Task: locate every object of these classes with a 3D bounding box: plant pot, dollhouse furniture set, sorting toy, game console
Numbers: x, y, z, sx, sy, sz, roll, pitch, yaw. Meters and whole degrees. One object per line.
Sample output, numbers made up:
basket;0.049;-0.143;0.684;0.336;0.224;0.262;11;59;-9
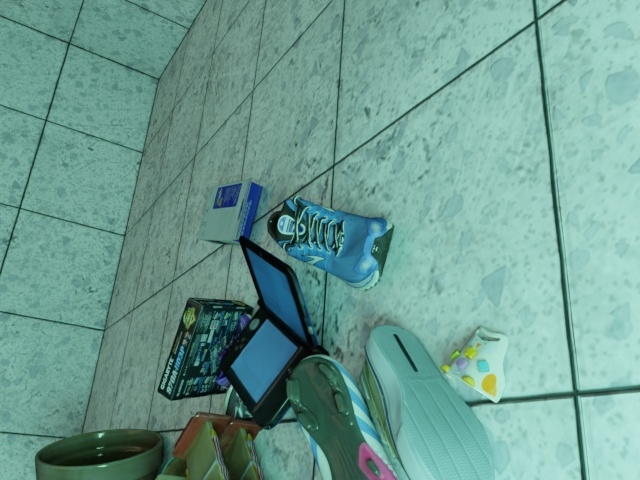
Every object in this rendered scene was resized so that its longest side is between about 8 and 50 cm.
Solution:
plant pot;-0.579;0.686;1.524;0.323;0.323;0.280;-7;85;59
dollhouse furniture set;-0.232;0.528;1.066;0.374;0.152;0.201;-58;31;15
sorting toy;0.191;0.141;0.691;0.075;0.045;0.083;-56;27;-10
game console;-0.126;0.160;1.077;0.250;0.173;0.293;-53;27;-6

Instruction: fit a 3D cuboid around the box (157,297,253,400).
box;-0.252;0.240;1.274;0.051;0.175;0.220;21;94;32

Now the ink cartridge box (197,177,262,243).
ink cartridge box;-0.239;-0.072;1.539;0.333;0.065;0.165;3;78;62

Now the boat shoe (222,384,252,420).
boat shoe;-0.167;0.363;1.197;0.065;0.075;0.206;16;81;19

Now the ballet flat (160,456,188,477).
ballet flat;-0.319;0.651;1.254;0.124;0.116;0.342;21;94;42

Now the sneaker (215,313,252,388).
sneaker;-0.188;0.245;1.264;0.068;0.071;0.169;1;75;61

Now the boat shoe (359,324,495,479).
boat shoe;0.122;0.227;0.714;0.302;0.109;0.094;-109;29;-60

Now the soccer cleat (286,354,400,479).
soccer cleat;0.056;0.311;0.778;0.116;0.143;0.331;-26;67;12

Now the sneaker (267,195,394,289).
sneaker;0.000;0.000;0.986;0.330;0.147;0.129;8;82;61
